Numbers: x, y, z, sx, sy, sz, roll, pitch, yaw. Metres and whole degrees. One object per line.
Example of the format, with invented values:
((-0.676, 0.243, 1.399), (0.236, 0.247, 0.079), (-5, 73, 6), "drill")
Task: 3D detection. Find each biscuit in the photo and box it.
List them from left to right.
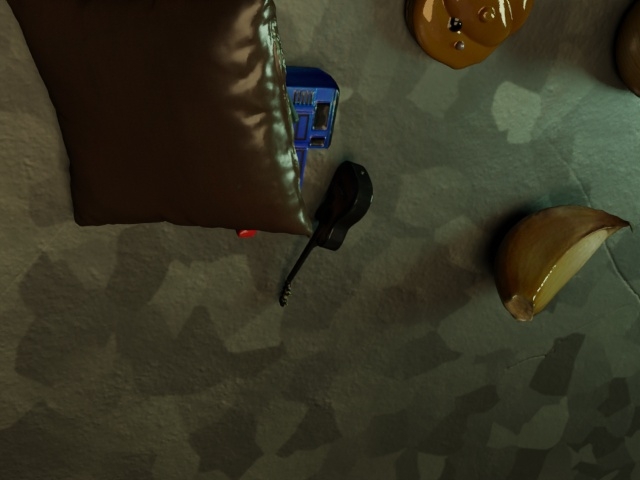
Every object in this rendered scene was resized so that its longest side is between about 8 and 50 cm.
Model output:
((0.183, -0.296, 1.224), (0.170, 0.050, 0.170), (-9, 121, -16), "biscuit")

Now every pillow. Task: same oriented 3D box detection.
((-0.171, -0.139, 1.104), (0.305, 0.108, 0.308), (2, 125, 18), "pillow")

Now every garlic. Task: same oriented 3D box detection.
((0.324, 0.013, 1.422), (0.207, 0.128, 0.115), (-41, 82, 1), "garlic")

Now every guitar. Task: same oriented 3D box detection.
((0.000, 0.000, 1.322), (0.025, 0.088, 0.233), (16, 121, -26), "guitar")

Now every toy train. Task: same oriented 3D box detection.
((-0.056, -0.111, 1.226), (0.131, 0.083, 0.204), (-1, 120, -21), "toy train")

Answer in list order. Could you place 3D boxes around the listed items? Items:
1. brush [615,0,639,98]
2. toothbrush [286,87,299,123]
((0.536, -0.254, 1.309), (0.267, 0.166, 0.174), (-18, 123, -12), "brush")
((-0.054, -0.210, 1.146), (0.014, 0.011, 0.167), (-17, 78, -19), "toothbrush")
